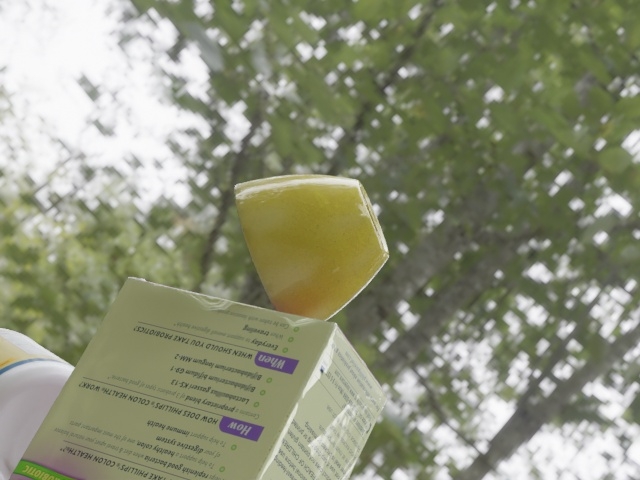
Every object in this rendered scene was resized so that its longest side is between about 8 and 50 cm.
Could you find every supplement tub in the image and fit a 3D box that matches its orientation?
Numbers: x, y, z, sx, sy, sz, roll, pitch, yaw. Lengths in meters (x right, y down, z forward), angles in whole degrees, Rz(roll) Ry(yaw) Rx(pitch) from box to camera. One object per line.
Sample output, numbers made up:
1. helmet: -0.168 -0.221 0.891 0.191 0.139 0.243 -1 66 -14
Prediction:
1. supplement tub: -0.296 0.164 1.396 0.200 0.144 0.144 18 -38 56

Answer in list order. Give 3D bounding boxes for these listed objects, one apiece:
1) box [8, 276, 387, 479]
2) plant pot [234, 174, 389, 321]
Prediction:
1. box: -0.103 0.173 1.157 0.214 0.243 0.117 10 -31 34
2. plant pot: 0.000 0.000 1.202 0.134 0.095 0.134 -21 90 -84
